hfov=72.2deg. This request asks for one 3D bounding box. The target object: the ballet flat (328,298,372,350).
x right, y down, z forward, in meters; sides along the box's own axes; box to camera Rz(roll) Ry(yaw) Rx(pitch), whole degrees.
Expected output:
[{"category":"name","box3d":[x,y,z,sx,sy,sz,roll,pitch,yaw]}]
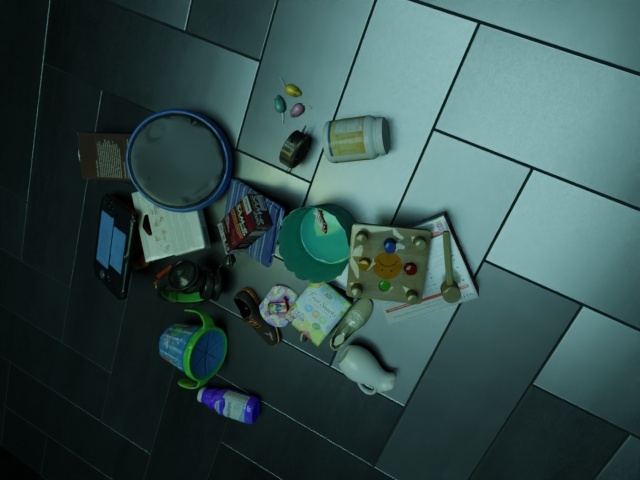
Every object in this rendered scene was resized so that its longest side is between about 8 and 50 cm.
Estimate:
[{"category":"ballet flat","box3d":[0.111,0.325,1.666,0.086,0.086,0.248,38,113,8]}]

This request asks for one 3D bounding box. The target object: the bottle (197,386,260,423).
[{"category":"bottle","box3d":[-0.410,0.721,1.951,0.282,0.092,0.118,11,108,17]}]

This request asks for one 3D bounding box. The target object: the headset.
[{"category":"headset","box3d":[-0.486,0.138,1.771,0.394,0.243,0.185,-27,57,29]}]

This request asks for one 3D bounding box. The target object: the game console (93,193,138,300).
[{"category":"game console","box3d":[-0.877,0.018,1.866,0.342,0.060,0.387,27,109,46]}]

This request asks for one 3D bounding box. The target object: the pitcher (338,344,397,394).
[{"category":"pitcher","box3d":[0.160,0.506,1.683,0.207,0.125,0.178,36,128,-4]}]

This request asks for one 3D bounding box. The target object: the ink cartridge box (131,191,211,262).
[{"category":"ink cartridge box","box3d":[-0.603,-0.083,1.773,0.261,0.066,0.297,-14,86,10]}]

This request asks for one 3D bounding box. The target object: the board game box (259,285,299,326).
[{"category":"board game box","box3d":[-0.166,0.265,1.749,0.133,0.033,0.169,37,94,0]}]

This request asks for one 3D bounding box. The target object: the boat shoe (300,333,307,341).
[{"category":"boat shoe","box3d":[-0.035,0.345,1.739,0.049,0.056,0.152,30,112,16]}]

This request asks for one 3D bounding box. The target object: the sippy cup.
[{"category":"sippy cup","box3d":[-0.559,0.458,1.881,0.223,0.306,0.240,10,151,28]}]

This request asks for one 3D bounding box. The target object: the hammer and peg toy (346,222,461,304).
[{"category":"hammer and peg toy","box3d":[0.271,0.075,1.422,0.361,0.127,0.266,5,106,6]}]

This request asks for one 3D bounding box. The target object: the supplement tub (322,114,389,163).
[{"category":"supplement tub","box3d":[0.120,-0.337,1.460,0.199,0.144,0.145,-2,103,20]}]

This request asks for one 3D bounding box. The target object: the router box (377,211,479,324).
[{"category":"router box","box3d":[0.332,0.102,1.528,0.335,0.082,0.301,-22,95,24]}]

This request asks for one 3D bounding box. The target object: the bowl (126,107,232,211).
[{"category":"bowl","box3d":[-0.529,-0.298,1.650,0.390,0.077,0.392,-1,100,-9]}]

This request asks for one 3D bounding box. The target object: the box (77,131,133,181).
[{"category":"box","box3d":[-0.793,-0.344,1.798,0.381,0.143,0.191,6,106,17]}]

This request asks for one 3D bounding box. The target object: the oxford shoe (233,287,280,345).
[{"category":"oxford shoe","box3d":[-0.268,0.328,1.796,0.096,0.098,0.271,-36,89,24]}]

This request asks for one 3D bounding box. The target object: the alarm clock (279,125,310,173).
[{"category":"alarm clock","box3d":[-0.093,-0.307,1.563,0.064,0.129,0.192,34,141,6]}]

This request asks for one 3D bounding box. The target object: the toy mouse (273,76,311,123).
[{"category":"toy mouse","box3d":[-0.116,-0.483,1.571,0.161,0.031,0.143,34,112,9]}]

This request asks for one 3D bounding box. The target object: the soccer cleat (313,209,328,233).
[{"category":"soccer cleat","box3d":[0.000,-0.060,1.440,0.035,0.029,0.083,-15,94,32]}]

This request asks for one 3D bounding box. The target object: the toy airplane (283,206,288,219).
[{"category":"toy airplane","box3d":[-0.170,-0.065,1.699,0.151,0.028,0.151,5,105,18]}]

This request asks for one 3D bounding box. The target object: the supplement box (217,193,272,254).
[{"category":"supplement box","box3d":[-0.278,-0.056,1.593,0.239,0.073,0.130,-36,67,43]}]

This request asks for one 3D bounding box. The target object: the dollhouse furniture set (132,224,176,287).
[{"category":"dollhouse furniture set","box3d":[-0.702,0.058,1.866,0.262,0.135,0.259,-32,91,24]}]

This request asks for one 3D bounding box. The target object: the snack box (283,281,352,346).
[{"category":"snack box","box3d":[-0.009,0.264,1.670,0.174,0.070,0.207,38,93,7]}]

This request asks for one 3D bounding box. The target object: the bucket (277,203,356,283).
[{"category":"bucket","box3d":[0.000,0.000,1.569,0.281,0.183,0.281,5,105,19]}]

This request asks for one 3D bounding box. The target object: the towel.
[{"category":"towel","box3d":[-0.260,-0.074,1.653,0.336,0.040,0.243,33,117,41]}]
